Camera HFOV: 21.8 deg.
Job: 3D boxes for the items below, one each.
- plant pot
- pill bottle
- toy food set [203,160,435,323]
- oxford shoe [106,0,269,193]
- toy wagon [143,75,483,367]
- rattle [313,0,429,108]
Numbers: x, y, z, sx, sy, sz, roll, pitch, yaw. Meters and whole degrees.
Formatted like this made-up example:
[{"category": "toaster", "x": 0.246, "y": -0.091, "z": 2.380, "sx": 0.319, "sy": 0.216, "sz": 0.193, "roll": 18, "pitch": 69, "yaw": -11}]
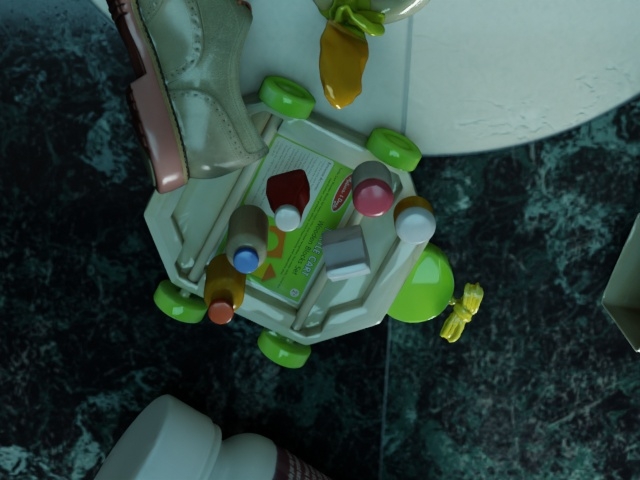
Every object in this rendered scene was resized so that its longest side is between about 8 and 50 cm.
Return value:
[{"category": "plant pot", "x": 0.363, "y": 0.049, "z": 1.681, "sx": 0.096, "sy": 0.109, "sz": 0.109, "roll": 11, "pitch": 113, "yaw": -18}, {"category": "pill bottle", "x": -0.050, "y": 0.342, "z": 1.740, "sx": 0.392, "sy": 0.224, "sz": 0.224, "roll": 35, "pitch": 109, "yaw": -13}, {"category": "toy food set", "x": -0.007, "y": -0.001, "z": 1.583, "sx": 0.232, "sy": 0.104, "sz": 0.111, "roll": -13, "pitch": 113, "yaw": 5}, {"category": "oxford shoe", "x": -0.134, "y": -0.226, "z": 1.554, "sx": 0.130, "sy": 0.123, "sz": 0.348, "roll": -13, "pitch": 102, "yaw": -10}, {"category": "toy wagon", "x": 0.000, "y": 0.000, "z": 1.679, "sx": 0.344, "sy": 0.068, "sz": 0.267, "roll": 25, "pitch": 111, "yaw": -11}, {"category": "rattle", "x": 0.086, "y": -0.226, "z": 1.525, "sx": 0.200, "sy": 0.142, "sz": 0.130, "roll": -13, "pitch": 131, "yaw": 15}]
